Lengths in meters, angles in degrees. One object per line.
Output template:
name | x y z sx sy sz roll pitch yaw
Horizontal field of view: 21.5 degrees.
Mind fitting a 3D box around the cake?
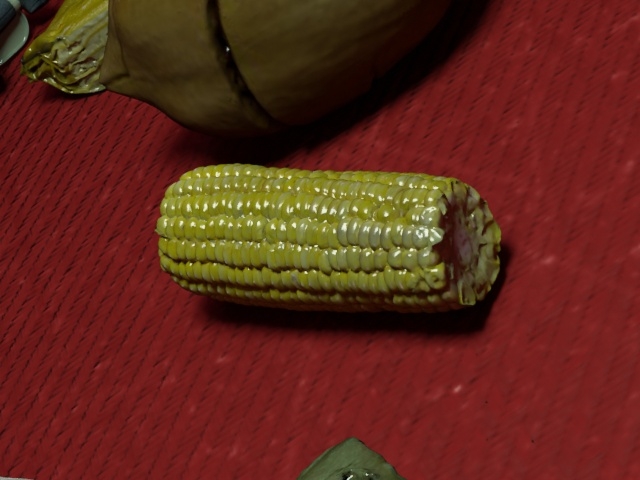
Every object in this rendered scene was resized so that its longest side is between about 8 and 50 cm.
cake | -0.168 -0.189 1.452 0.185 0.080 0.116 -32 22 26

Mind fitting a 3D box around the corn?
corn | 0.000 0.000 1.061 0.244 0.093 0.093 6 55 40

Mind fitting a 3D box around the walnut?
walnut | -0.029 -0.181 1.209 0.298 0.203 0.203 -32 36 13

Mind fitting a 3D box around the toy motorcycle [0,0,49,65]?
toy motorcycle | -0.350 -0.209 1.603 0.157 0.091 0.263 -44 33 -15

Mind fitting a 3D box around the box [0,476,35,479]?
box | -0.184 0.244 0.920 0.081 0.135 0.199 2 51 43

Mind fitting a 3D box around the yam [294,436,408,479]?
yam | -0.043 0.248 0.767 0.304 0.168 0.168 -43 36 -6
